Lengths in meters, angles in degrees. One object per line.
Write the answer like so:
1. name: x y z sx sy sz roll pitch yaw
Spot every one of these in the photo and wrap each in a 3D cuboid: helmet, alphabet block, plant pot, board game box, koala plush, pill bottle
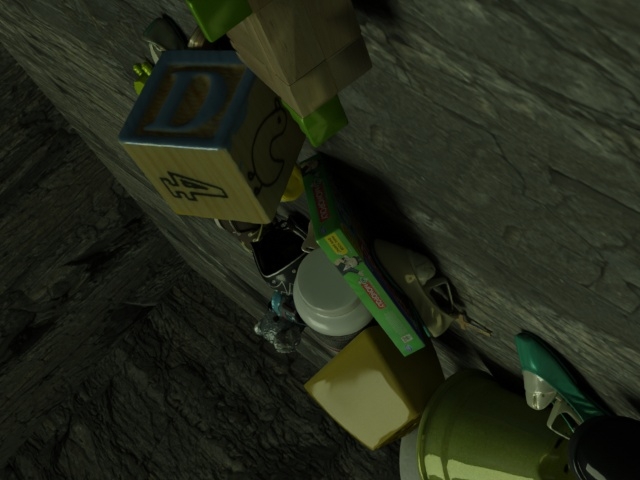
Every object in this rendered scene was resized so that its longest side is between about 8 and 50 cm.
1. helmet: -0.063 0.043 1.767 0.162 0.169 0.169 56 172 20
2. alphabet block: -0.162 -0.161 1.244 0.193 0.193 0.197 9 153 25
3. plant pot: 0.367 0.401 1.504 0.253 0.276 0.276 5 142 51
4. board game box: 0.071 0.027 1.359 0.317 0.046 0.214 53 -166 -38
5. koala plush: -0.069 0.192 2.109 0.196 0.221 0.203 24 158 52
6. pill bottle: 0.042 0.119 1.615 0.176 0.176 0.318 38 171 19
7. plant pot: 0.135 0.301 1.630 0.212 0.212 0.187 -4 -126 -53

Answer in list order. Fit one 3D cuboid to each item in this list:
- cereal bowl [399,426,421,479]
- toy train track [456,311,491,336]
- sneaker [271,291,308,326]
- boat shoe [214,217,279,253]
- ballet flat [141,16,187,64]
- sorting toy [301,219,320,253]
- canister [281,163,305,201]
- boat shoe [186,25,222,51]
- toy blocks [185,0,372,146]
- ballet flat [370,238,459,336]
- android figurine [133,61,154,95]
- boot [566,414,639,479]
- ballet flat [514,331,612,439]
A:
1. cereal bowl: 0.328 0.490 1.749 0.141 0.339 0.339 -13 128 43
2. toy train track: 0.276 0.151 1.453 0.083 0.014 0.048 26 152 34
3. sneaker: 0.017 0.176 1.861 0.261 0.104 0.125 8 -165 -30
4. boat shoe: -0.161 -0.035 1.921 0.096 0.117 0.324 31 167 24
5. ballet flat: -0.247 -0.301 1.429 0.072 0.068 0.213 29 161 46
6. sorting toy: 0.000 0.000 1.636 0.083 0.075 0.045 31 162 42
7. canister: -0.104 -0.127 1.551 0.126 0.073 0.170 46 165 -16
8. boat shoe: -0.174 -0.289 1.295 0.059 0.063 0.170 28 165 8
9. toy blocks: -0.092 -0.309 0.809 0.261 0.190 0.381 47 171 38
10. ballet flat: 0.172 0.071 1.370 0.086 0.086 0.248 27 160 49
11. android figurine: -0.293 -0.268 1.689 0.273 0.056 0.248 48 166 -24
12. boot: 0.560 0.364 1.000 0.367 0.146 0.445 35 170 -3
13. ballet flat: 0.390 0.260 1.299 0.247 0.087 0.083 45 167 -8
